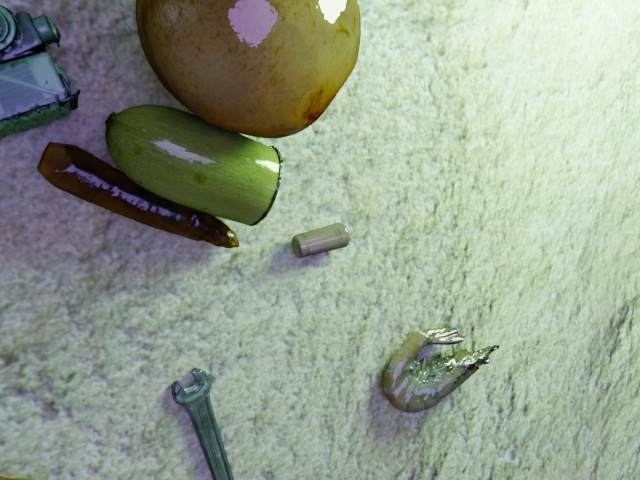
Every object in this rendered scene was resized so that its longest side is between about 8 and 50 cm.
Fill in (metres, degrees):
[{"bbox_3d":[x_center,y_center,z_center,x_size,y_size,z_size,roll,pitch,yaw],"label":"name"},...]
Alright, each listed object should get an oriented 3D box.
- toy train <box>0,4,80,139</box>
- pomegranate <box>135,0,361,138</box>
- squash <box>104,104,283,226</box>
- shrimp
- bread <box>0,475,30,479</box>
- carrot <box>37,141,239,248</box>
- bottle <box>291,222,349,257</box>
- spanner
[{"bbox_3d":[-0.449,-0.198,0.717,0.269,0.115,0.155,-26,101,-21],"label":"toy train"},{"bbox_3d":[-0.099,-0.292,0.761,0.318,0.319,0.320,-3,98,-25],"label":"pomegranate"},{"bbox_3d":[-0.190,-0.114,0.829,0.246,0.132,0.133,17,89,-30],"label":"squash"},{"bbox_3d":[0.228,0.232,1.122,0.254,0.059,0.145,-32,99,-13],"label":"shrimp"},{"bbox_3d":[-0.453,0.420,0.776,0.148,0.143,0.158,22,87,-19],"label":"bread"},{"bbox_3d":[-0.257,-0.055,0.859,0.314,0.066,0.066,26,85,-29],"label":"carrot"},{"bbox_3d":[0.000,0.000,0.990,0.096,0.045,0.045,-15,102,-22],"label":"bottle"},{"bbox_3d":[-0.178,0.355,0.966,0.071,0.017,0.302,-21,104,-21],"label":"spanner"}]
